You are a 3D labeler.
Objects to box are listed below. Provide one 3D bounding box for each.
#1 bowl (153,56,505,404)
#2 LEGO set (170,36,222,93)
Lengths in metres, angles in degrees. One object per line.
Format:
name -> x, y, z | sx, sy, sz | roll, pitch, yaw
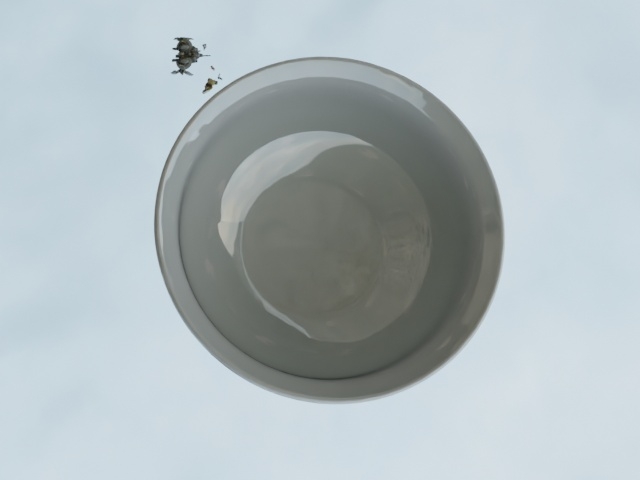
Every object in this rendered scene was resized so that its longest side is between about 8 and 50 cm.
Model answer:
bowl -> 0.000, 0.000, 1.308 | 0.298, 0.298, 0.134 | -45, 179, -14
LEGO set -> -0.154, -0.217, 1.817 | 0.083, 0.023, 0.054 | 33, -90, 16
